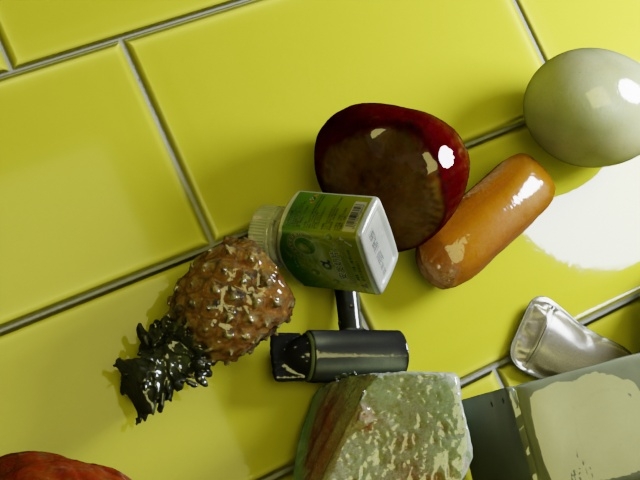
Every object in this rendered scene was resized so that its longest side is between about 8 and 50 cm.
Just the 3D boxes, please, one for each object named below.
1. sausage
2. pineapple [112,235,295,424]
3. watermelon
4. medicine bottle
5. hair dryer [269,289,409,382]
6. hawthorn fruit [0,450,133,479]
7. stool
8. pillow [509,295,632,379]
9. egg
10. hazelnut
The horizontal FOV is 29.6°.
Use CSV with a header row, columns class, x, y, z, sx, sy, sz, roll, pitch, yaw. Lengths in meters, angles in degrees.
class,x,y,z,sx,sy,sz,roll,pitch,yaw
sausage,0.252,-0.030,1.856,0.274,0.105,0.105,-40,92,-25
pineapple,-0.170,0.127,1.645,0.278,0.158,0.158,-42,93,-13
watermelon,0.104,0.271,1.607,0.228,0.258,0.387,27,33,-5
medicine bottle,0.000,0.000,1.702,0.088,0.188,0.132,-64,147,-35
hair dryer,0.015,0.087,1.762,0.195,0.078,0.248,3,65,-20
hawthorn fruit,-0.321,0.374,1.455,0.262,0.258,0.258,-20,84,-18
stool,0.351,0.268,1.705,0.243,0.270,0.170,-12,81,-13
pillow,0.398,0.183,1.891,0.217,0.033,0.130,30,69,-11
egg,0.441,-0.209,1.927,0.253,0.188,0.188,2,75,-30
hazelnut,0.100,-0.107,1.772,0.229,0.229,0.229,5,74,-19
